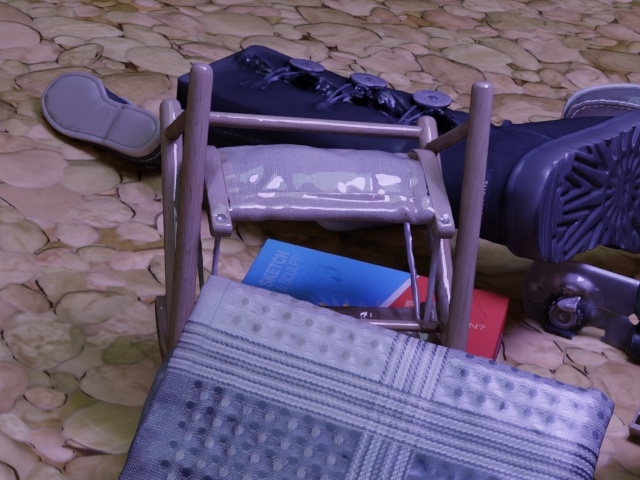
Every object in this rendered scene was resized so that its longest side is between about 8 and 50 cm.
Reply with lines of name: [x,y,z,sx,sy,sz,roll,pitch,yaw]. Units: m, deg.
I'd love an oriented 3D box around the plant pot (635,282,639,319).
plant pot: [0.380,0.152,1.272,0.272,0.271,0.255,6,62,-6]

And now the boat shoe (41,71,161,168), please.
boat shoe: [-0.235,-0.128,1.886,0.206,0.075,0.065,27,-11,40]

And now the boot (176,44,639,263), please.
boot: [0.119,-0.099,1.764,0.445,0.146,0.367,15,11,34]

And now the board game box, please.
board game box: [0.023,0.118,1.468,0.242,0.064,0.316,13,28,7]

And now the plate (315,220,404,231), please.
plate: [0.052,-0.084,1.885,0.278,0.045,0.277,-8,33,-31]

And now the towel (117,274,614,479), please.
towel: [0.012,0.192,1.179,0.324,0.056,0.312,18,58,8]

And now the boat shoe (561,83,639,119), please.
boat shoe: [0.423,-0.102,1.970,0.305,0.109,0.091,20,24,11]

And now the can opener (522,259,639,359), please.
can opener: [0.334,0.073,1.643,0.283,0.076,0.095,18,29,13]

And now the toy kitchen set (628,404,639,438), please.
toy kitchen set: [0.299,0.169,1.461,0.075,0.083,0.068,22,71,23]

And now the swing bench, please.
swing bench: [0.000,0.000,1.397,0.253,0.254,0.165,3,-8,-14]
